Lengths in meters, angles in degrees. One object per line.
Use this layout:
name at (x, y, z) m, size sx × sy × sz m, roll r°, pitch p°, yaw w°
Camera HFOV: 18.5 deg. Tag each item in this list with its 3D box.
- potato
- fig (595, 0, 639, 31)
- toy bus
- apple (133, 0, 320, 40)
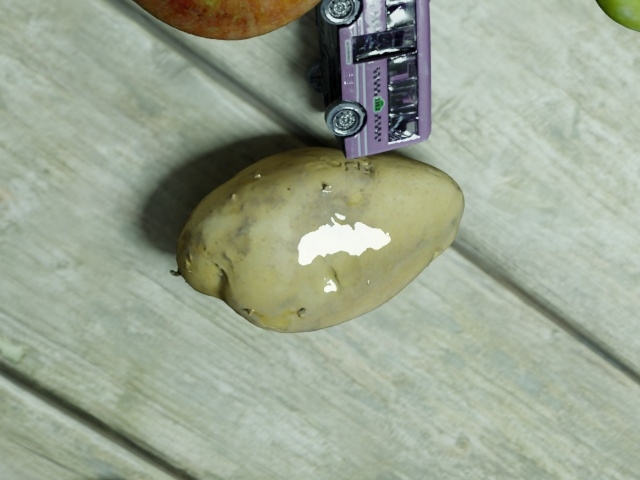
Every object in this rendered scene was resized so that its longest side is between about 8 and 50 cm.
potato at (0.000, 0.004, 1.618) m, size 0.234 × 0.128 × 0.161 m, roll 2°, pitch 125°, yaw -19°
fig at (0.315, -0.285, 1.456) m, size 0.314 × 0.233 × 0.233 m, roll -20°, pitch 123°, yaw -10°
toy bus at (0.041, -0.161, 1.551) m, size 0.098 × 0.087 × 0.178 m, roll -9°, pitch 126°, yaw -8°
apple at (-0.071, -0.251, 1.412) m, size 0.211 × 0.188 × 0.211 m, roll -7°, pitch 120°, yaw -11°
